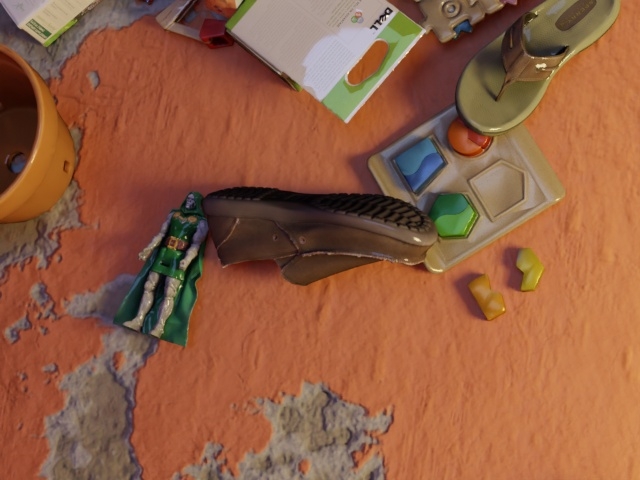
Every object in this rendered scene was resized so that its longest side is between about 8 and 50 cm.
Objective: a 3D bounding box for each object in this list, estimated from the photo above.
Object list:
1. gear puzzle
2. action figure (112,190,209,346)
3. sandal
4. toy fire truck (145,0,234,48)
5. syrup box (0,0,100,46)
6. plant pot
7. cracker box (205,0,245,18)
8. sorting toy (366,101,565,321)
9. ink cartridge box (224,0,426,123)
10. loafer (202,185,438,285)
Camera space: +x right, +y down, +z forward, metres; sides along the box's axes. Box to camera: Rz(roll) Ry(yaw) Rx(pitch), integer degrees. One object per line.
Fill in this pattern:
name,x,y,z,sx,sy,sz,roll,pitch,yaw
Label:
gear puzzle,0.174,-0.460,1.910,0.175,0.044,0.339,-31,68,9
action figure,-0.228,0.033,1.903,0.137,0.063,0.232,15,79,22
sandal,0.305,-0.279,1.791,0.120,0.086,0.303,42,84,14
toy fire truck,-0.225,-0.381,1.999,0.192,0.047,0.135,6,79,17
syrup box,-0.404,-0.437,2.039,0.237,0.093,0.096,-38,70,5
plant pot,-0.518,-0.145,1.948,0.291,0.203,0.290,-3,77,15
cracker box,-0.099,-0.467,1.900,0.067,0.155,0.232,27,75,8
sorting toy,0.228,-0.054,1.798,0.229,0.041,0.307,-31,71,7
ink cartridge box,0.014,-0.306,1.889,0.255,0.097,0.189,41,91,18
loafer,0.000,0.000,1.821,0.366,0.134,0.130,8,106,28
